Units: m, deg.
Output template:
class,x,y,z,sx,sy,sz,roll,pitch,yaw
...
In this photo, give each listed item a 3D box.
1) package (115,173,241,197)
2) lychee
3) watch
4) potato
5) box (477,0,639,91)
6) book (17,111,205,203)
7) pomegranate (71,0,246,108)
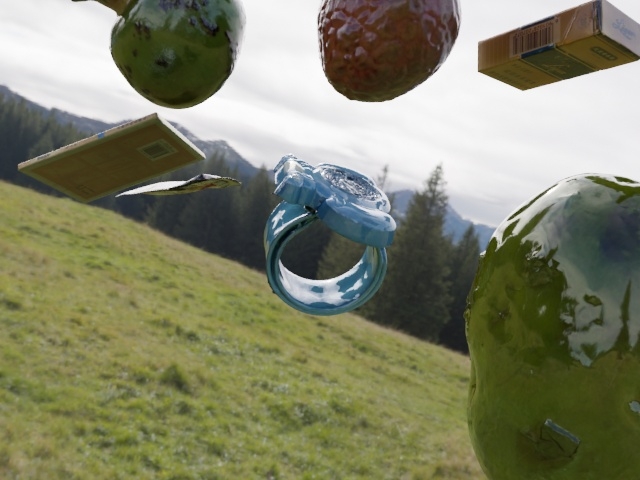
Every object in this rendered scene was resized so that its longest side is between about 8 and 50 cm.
class,x,y,z,sx,sy,sz,roll,pitch,yaw
package,-0.307,-0.116,1.328,0.239,0.030,0.154,-3,3,26
lychee,0.110,-0.365,1.023,0.255,0.300,0.255,13,-37,10
watch,0.000,0.000,0.863,0.211,0.193,0.211,19,22,-8
potato,0.191,0.078,0.454,0.148,0.253,0.186,15,11,-17
box,0.420,-0.339,1.087,0.152,0.070,0.237,7,-6,-39
book,-0.330,-0.128,0.992,0.241,0.018,0.170,-17,-18,10
pomegranate,-0.298,-0.425,1.203,0.291,0.291,0.323,16,-20,39
